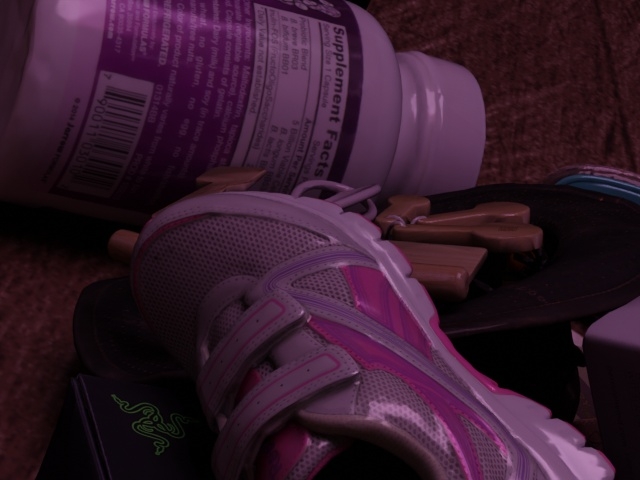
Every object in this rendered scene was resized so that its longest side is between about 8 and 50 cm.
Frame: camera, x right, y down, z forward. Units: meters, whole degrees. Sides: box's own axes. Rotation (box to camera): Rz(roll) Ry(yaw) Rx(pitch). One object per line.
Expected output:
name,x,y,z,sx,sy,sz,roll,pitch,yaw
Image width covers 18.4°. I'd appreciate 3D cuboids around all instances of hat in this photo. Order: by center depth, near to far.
hat,0.038,0.069,1.046,0.331,0.134,0.331,-8,14,2

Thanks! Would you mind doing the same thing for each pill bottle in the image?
pill bottle,-0.057,-0.081,1.220,0.301,0.169,0.169,12,30,-25

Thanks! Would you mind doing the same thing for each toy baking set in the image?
toy baking set,-0.004,0.001,1.016,0.256,0.030,0.196,12,18,42

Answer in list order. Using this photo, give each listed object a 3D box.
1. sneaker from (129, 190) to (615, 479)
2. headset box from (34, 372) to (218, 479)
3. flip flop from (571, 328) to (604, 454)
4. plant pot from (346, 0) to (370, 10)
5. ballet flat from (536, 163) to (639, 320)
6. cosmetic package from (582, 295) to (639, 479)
sneaker,0.003,0.066,0.793,0.252,0.103,0.111,38,28,29
headset box,0.010,0.192,0.830,0.283,0.131,0.246,11,29,-24
flip flop,0.196,0.124,1.161,0.112,0.080,0.277,5,33,-34
plant pot,-0.060,-0.172,1.390,0.187,0.188,0.167,23,40,-5
ballet flat,0.282,0.043,1.382,0.316,0.108,0.106,30,7,0
cosmetic package,0.329,0.092,0.843,0.217,0.156,0.385,-31,26,-35
